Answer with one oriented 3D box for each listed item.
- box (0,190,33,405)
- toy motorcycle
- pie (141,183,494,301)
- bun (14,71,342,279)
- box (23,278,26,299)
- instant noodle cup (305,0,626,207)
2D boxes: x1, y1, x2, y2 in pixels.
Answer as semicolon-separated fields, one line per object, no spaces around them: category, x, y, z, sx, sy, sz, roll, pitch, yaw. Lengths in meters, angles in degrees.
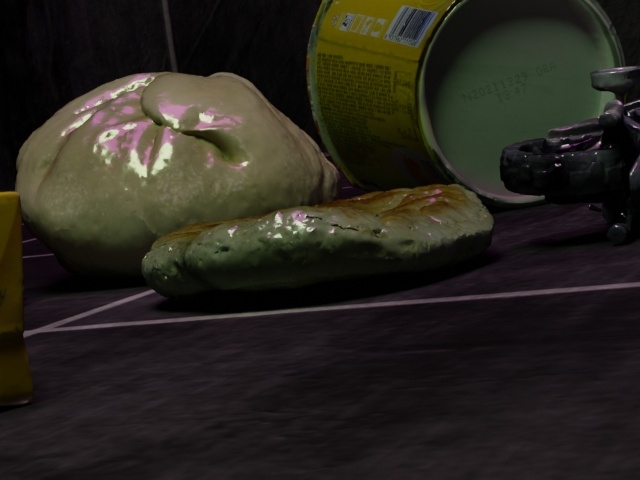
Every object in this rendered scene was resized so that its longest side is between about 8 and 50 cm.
box;-0.275;0.036;0.735;0.168;0.097;0.265;-8;4;-39
toy motorcycle;0.271;-0.067;1.039;0.307;0.108;0.173;-14;13;-34
pie;0.000;0.000;0.990;0.241;0.054;0.240;-8;3;0
bun;-0.123;-0.055;1.208;0.259;0.160;0.259;-7;8;1
box;-0.393;0.029;1.110;0.310;0.084;0.198;-4;6;39
instant noodle cup;0.140;-0.146;1.372;0.264;0.264;0.200;-10;13;-19
